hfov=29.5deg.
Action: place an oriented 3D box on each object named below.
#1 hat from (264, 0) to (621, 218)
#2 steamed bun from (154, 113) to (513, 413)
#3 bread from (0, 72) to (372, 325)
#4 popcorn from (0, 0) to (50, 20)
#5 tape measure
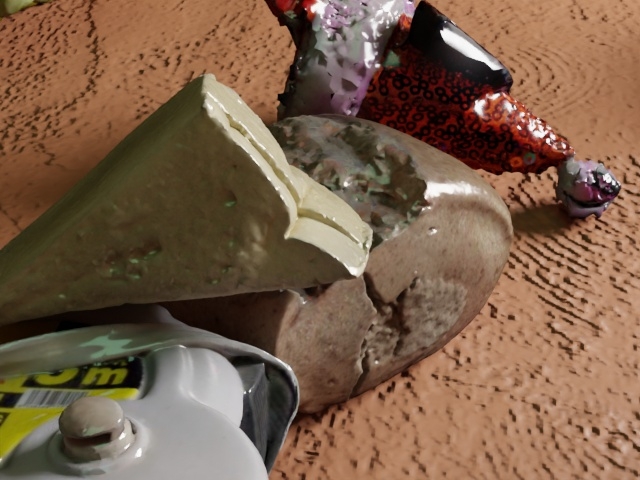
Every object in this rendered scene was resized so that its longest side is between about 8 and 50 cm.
[{"bbox_3d":[0.077,-0.081,0.732,0.227,0.140,0.129,25,56,12],"label":"hat"},{"bbox_3d":[0.000,0.000,0.638,0.175,0.106,0.145,-32,48,-28],"label":"steamed bun"},{"bbox_3d":[-0.067,0.009,0.541,0.152,0.105,0.077,-39,14,12],"label":"bread"},{"bbox_3d":[-0.239,-0.246,0.907,0.185,0.167,0.187,-11,44,-18],"label":"popcorn"},{"bbox_3d":[-0.119,0.098,0.516,0.236,0.120,0.197,1,28,11],"label":"tape measure"}]
